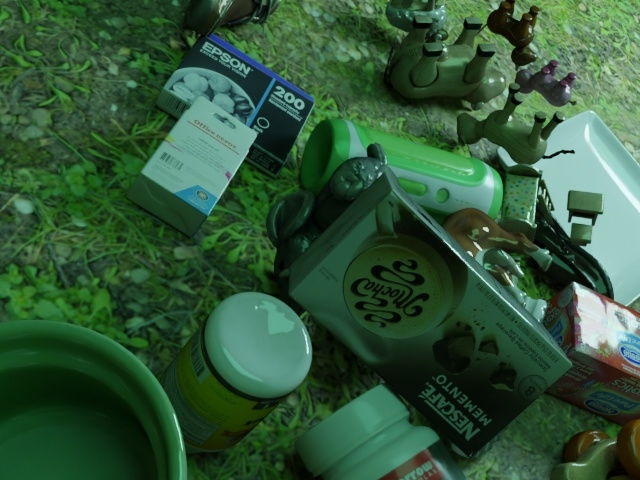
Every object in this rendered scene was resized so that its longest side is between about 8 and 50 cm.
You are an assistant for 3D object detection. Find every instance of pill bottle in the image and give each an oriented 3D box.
[{"bbox_3d":[0.100,0.315,1.018,0.161,0.161,0.283,-22,72,-41],"label":"pill bottle"},{"bbox_3d":[-0.104,0.153,0.968,0.117,0.215,0.117,17,51,-22],"label":"pill bottle"}]

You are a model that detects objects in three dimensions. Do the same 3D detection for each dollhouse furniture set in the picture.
[{"bbox_3d":[0.355,-0.011,1.392,0.161,0.101,0.182,8,60,10],"label":"dollhouse furniture set"}]

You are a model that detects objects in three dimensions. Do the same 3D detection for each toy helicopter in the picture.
[{"bbox_3d":[0.361,0.408,1.169,0.355,0.140,0.235,-28,85,-31],"label":"toy helicopter"}]

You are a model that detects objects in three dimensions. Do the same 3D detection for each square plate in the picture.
[{"bbox_3d":[0.504,-0.063,1.627,0.347,0.049,0.344,-24,73,-41],"label":"square plate"}]

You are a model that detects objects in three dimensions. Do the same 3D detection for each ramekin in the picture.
[{"bbox_3d":[-0.256,0.236,0.785,0.303,0.148,0.303,-1,60,2],"label":"ramekin"}]

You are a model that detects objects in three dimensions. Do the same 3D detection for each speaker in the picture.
[{"bbox_3d":[0.125,-0.093,1.355,0.296,0.131,0.131,13,52,-25],"label":"speaker"}]

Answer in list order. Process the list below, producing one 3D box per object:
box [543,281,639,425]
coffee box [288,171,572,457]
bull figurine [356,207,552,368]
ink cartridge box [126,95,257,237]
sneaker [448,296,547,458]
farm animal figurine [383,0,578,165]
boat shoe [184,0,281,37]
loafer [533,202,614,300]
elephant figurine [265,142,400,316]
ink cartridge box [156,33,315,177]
[{"bbox_3d":[0.445,0.185,1.359,0.257,0.122,0.128,24,48,-16],"label":"box"},{"bbox_3d":[0.125,0.087,1.054,0.297,0.168,0.119,44,10,-11],"label":"coffee box"},{"bbox_3d":[0.174,0.072,1.231,0.188,0.101,0.310,31,58,18],"label":"bull figurine"},{"bbox_3d":[-0.170,-0.103,1.218,0.104,0.061,0.181,34,47,-8],"label":"ink cartridge box"},{"bbox_3d":[0.226,0.184,1.262,0.115,0.105,0.281,17,46,20],"label":"sneaker"},{"bbox_3d":[0.262,-0.274,1.554,0.327,0.172,0.330,11,51,-8],"label":"farm animal figurine"},{"bbox_3d":[-0.112,-0.406,1.428,0.116,0.123,0.324,39,41,-13],"label":"boat shoe"},{"bbox_3d":[0.387,0.039,1.472,0.078,0.080,0.220,-30,66,-19],"label":"loafer"},{"bbox_3d":[0.000,0.000,1.187,0.169,0.239,0.186,58,21,11],"label":"elephant figurine"},{"bbox_3d":[-0.114,-0.221,1.351,0.206,0.045,0.208,31,46,-10],"label":"ink cartridge box"}]
